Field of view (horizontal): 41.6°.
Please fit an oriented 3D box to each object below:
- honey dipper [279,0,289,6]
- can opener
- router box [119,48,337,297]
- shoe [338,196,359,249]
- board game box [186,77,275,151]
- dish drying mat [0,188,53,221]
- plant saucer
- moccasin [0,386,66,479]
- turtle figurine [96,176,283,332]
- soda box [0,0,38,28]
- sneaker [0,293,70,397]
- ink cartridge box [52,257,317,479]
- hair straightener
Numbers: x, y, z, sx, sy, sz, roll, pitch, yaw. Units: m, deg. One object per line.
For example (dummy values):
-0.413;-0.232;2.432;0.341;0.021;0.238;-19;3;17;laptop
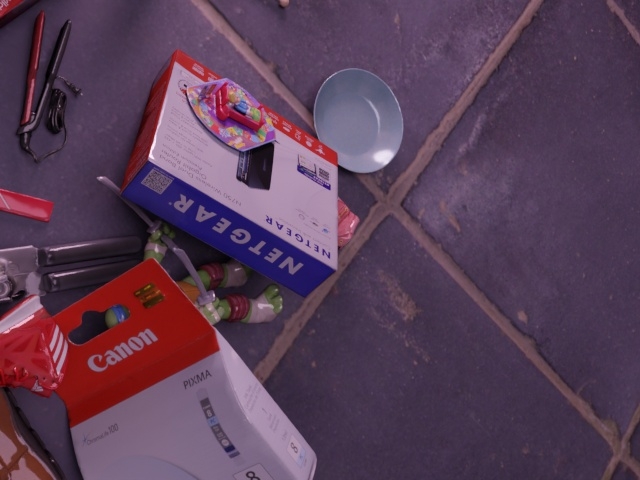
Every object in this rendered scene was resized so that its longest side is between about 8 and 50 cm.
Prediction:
-0.119;-0.465;1.482;0.160;0.030;0.030;37;69;-26;honey dipper
-0.404;0.043;1.253;0.283;0.095;0.076;-9;90;-43;can opener
-0.124;-0.108;1.324;0.335;0.082;0.301;31;36;-25;router box
0.000;0.000;1.484;0.081;0.063;0.178;43;62;-14;shoe
-0.128;-0.208;1.318;0.133;0.033;0.168;50;33;6;board game box
-0.446;-0.053;1.265;0.083;0.008;0.032;16;77;-28;dish drying mat
0.064;-0.218;1.556;0.195;0.037;0.195;3;83;-29;plant saucer
-0.443;0.324;1.156;0.147;0.139;0.380;-33;101;-27;moccasin
-0.181;0.050;1.264;0.266;0.198;0.275;-4;100;-47;turtle figurine
-0.452;-0.394;1.249;0.263;0.083;0.092;-46;107;-24;soda box
-0.413;0.175;1.104;0.128;0.087;0.221;51;45;-8;sneaker
-0.237;0.251;1.194;0.385;0.308;0.091;54;25;-16;ink cartridge box
-0.404;-0.228;1.282;0.089;0.047;0.230;10;81;-29;hair straightener
